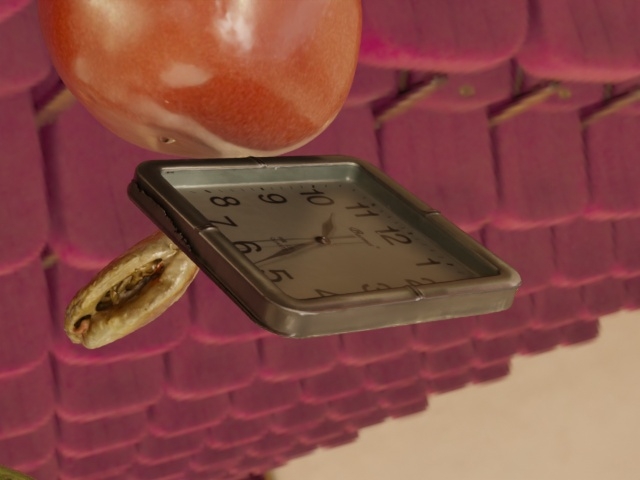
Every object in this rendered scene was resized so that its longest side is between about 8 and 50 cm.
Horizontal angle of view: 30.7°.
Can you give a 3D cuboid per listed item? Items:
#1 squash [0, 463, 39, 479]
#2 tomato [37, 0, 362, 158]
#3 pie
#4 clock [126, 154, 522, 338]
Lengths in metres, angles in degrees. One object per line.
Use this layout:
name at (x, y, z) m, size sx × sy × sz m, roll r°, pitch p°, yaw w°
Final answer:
squash at (-0.396, 0.311, 1.358) m, size 0.371 × 0.118 × 0.118 m, roll 16°, pitch 168°, yaw 2°
tomato at (-0.131, -0.214, 1.180) m, size 0.341 × 0.272 × 0.341 m, roll 1°, pitch 171°, yaw 0°
pie at (-0.209, 0.050, 1.360) m, size 0.205 × 0.084 × 0.179 m, roll -38°, pitch -176°, yaw 14°
clock at (0.000, 0.001, 1.040) m, size 0.279 × 0.273 × 0.049 m, roll -4°, pitch 121°, yaw -37°
